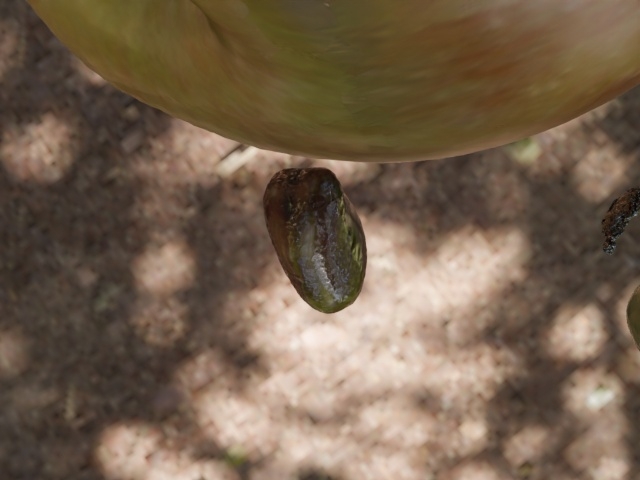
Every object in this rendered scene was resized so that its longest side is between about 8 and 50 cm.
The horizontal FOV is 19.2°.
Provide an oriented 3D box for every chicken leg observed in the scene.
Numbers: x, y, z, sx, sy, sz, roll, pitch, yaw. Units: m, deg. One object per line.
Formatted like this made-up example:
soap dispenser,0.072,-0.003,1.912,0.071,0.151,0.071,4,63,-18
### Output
chicken leg,0.301,-0.021,1.902,0.021,0.036,0.083,42,73,-27

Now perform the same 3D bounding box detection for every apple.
apple,0.017,-0.217,0.764,0.346,0.391,0.391,-45,141,-12

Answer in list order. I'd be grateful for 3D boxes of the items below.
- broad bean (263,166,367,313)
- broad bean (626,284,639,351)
broad bean,0.000,0.000,1.898,0.114,0.084,0.165,-57,138,-25
broad bean,0.336,0.108,1.375,0.121,0.263,0.189,-44,149,16
